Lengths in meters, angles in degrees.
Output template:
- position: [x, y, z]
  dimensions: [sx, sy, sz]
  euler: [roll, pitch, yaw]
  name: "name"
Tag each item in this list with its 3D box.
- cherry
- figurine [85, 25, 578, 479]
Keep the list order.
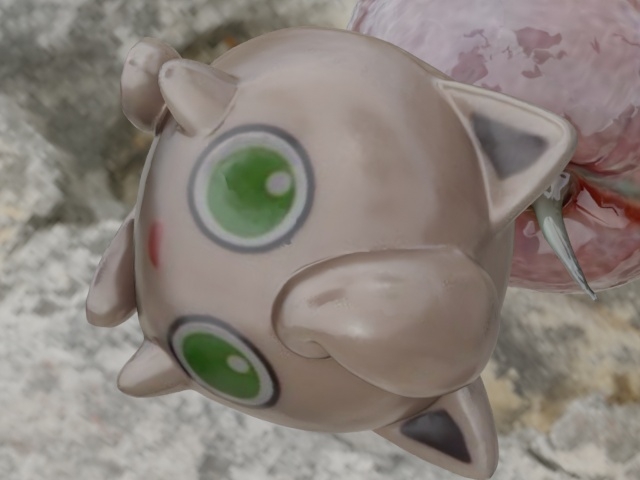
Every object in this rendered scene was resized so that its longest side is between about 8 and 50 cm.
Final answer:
- position: [0.121, -0.079, 0.980]
  dimensions: [0.213, 0.236, 0.285]
  euler: [-27, 51, 28]
  name: "cherry"
- position: [0.000, 0.000, 0.503]
  dimensions: [0.138, 0.125, 0.125]
  euler: [22, 76, 19]
  name: "figurine"
